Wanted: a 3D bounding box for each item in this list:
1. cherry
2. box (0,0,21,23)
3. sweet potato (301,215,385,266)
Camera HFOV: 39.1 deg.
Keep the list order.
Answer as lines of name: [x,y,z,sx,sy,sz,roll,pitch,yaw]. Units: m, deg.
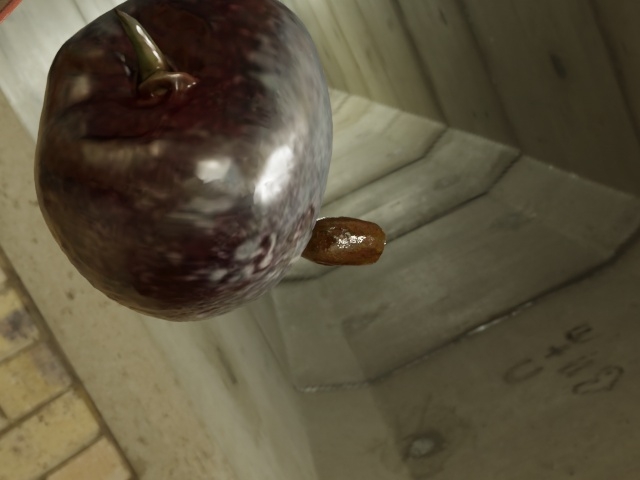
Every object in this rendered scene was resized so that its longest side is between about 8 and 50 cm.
cherry: [-0.101,-0.066,0.695,0.218,0.296,0.255,6,-118,4]
box: [-0.291,-0.238,0.730,0.229,0.123,0.050,-24,-152,41]
sweet potato: [0.000,0.000,0.839,0.117,0.049,0.049,3,-172,-9]
